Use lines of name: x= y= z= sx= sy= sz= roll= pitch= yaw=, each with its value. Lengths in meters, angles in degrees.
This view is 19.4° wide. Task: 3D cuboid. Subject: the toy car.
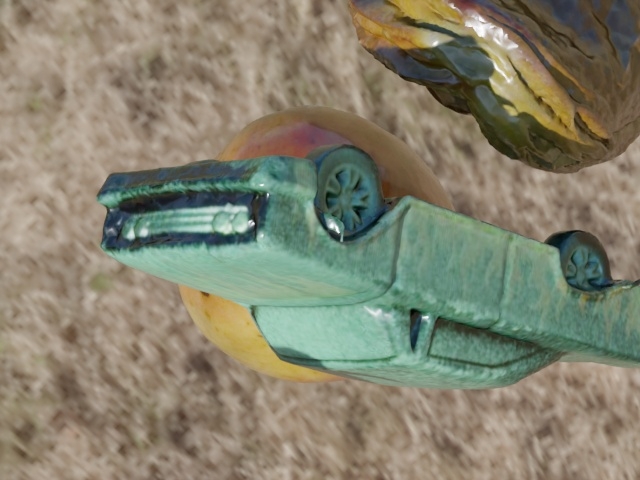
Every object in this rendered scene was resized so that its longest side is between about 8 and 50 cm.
toy car: x=0.044 y=0.025 z=0.971 sx=0.141 sy=0.321 sz=0.097 roll=-3 pitch=75 yaw=45

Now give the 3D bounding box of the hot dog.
hot dog: x=0.123 y=-0.137 z=1.088 sx=0.196 sy=0.122 sz=0.272 roll=38 pitch=44 yaw=3

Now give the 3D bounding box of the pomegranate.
pomegranate: x=-0.001 y=0.004 z=1.252 sx=0.191 sy=0.191 sz=0.191 roll=-8 pitch=62 yaw=15
